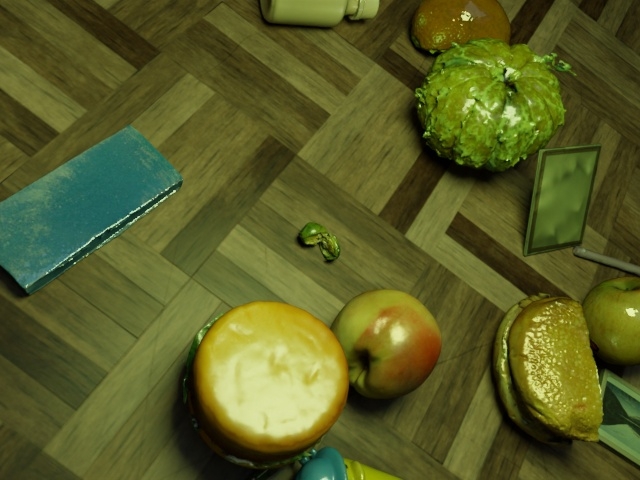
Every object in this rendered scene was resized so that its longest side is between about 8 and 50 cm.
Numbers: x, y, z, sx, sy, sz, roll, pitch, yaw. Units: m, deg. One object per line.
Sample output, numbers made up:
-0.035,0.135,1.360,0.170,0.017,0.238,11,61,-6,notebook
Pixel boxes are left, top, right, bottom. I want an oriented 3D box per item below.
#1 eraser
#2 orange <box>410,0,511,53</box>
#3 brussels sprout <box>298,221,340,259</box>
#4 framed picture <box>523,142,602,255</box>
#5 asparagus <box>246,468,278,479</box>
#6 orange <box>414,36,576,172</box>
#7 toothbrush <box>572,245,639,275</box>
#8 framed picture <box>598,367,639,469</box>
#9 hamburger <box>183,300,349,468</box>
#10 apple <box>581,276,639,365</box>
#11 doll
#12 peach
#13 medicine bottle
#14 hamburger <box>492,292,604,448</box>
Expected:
-0.387,-0.059,0.945,0.144,0.042,0.312,45,60,4,eraser
0.336,-0.501,1.343,0.238,0.158,0.179,22,45,-8,orange
0.001,0.000,1.065,0.083,0.046,0.051,37,56,-13,brussels sprout
0.506,-0.085,1.216,0.173,0.010,0.231,-8,114,-24,framed picture
-0.127,0.378,0.855,0.249,0.024,0.025,-33,75,-27,asparagus
0.347,-0.269,1.207,0.300,0.223,0.301,22,60,10,orange
0.724,0.066,1.304,0.354,0.029,0.024,16,50,-12,toothbrush
0.622,0.367,1.141,0.203,0.015,0.150,34,60,-3,framed picture
-0.083,0.215,0.861,0.246,0.170,0.245,9,52,-12,hamburger
0.605,0.160,1.144,0.183,0.182,0.155,-17,103,-26,apple
0.112,0.430,0.871,0.363,0.145,0.199,36,20,8,doll
0.109,0.166,0.956,0.184,0.184,0.184,8,65,-17,peach
0.003,-0.521,1.254,0.253,0.114,0.114,-4,69,-21,medicine bottle
0.391,0.224,1.051,0.157,0.144,0.282,4,64,-8,hamburger
